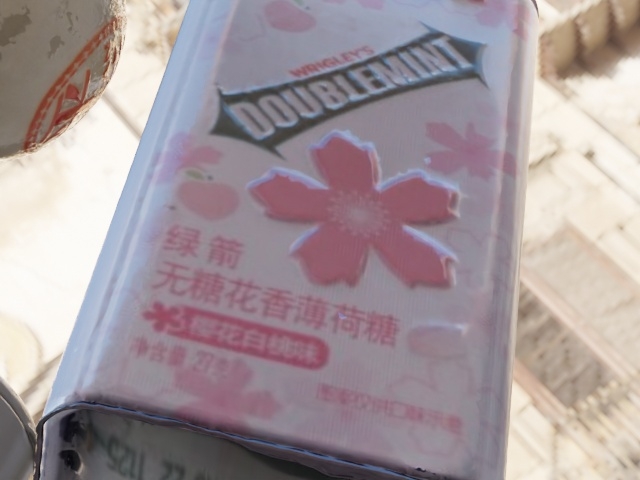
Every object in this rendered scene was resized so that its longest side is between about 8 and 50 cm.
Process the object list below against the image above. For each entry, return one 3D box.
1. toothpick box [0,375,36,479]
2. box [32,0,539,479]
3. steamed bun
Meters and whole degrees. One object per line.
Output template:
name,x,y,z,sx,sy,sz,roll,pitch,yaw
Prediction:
toothpick box,-0.358,0.245,1.205,0.316,0.229,0.229,-70,-10,-49
box,0.000,0.000,0.756,0.190,0.370,0.112,13,-46,0
steamed bun,-0.247,-0.163,1.357,0.232,0.145,0.232,-58,-7,-10
